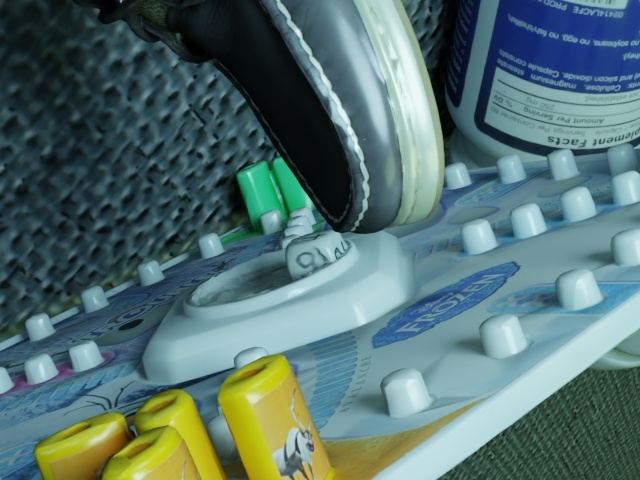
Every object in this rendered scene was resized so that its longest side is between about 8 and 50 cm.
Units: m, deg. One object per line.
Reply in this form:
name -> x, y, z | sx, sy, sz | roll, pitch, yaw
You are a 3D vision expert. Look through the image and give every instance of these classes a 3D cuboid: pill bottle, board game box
pill bottle -> 0.167, -0.139, 0.823 | 0.153, 0.153, 0.265 | -30, 144, -34
board game box -> -0.023, 0.016, 0.546 | 0.390, 0.390, 0.050 | -28, 105, -37

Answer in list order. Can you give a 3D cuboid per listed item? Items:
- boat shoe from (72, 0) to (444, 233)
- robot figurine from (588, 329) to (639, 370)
boat shoe -> -0.057, -0.117, 0.435 | 0.092, 0.285, 0.103 | -26, 171, -20
robot figurine -> 0.281, -0.015, 0.996 | 0.353, 0.200, 0.300 | -37, -174, 45
